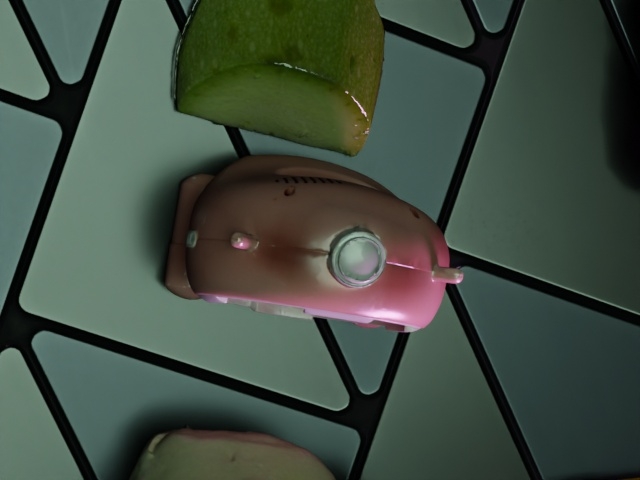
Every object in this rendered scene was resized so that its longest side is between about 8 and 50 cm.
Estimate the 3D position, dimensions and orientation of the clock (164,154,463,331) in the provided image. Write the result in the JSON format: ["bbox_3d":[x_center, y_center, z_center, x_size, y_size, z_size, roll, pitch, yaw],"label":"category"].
[{"bbox_3d":[0.000,0.000,1.635,0.227,0.241,0.142,9,90,-16],"label":"clock"}]

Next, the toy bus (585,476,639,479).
[{"bbox_3d":[0.334,0.267,1.829,0.194,0.088,0.083,-4,95,-15],"label":"toy bus"}]

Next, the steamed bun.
[{"bbox_3d":[-0.044,0.316,1.671,0.320,0.206,0.275,32,88,-12],"label":"steamed bun"}]

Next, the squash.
[{"bbox_3d":[-0.020,-0.178,1.691,0.192,0.085,0.184,12,93,-18],"label":"squash"}]
